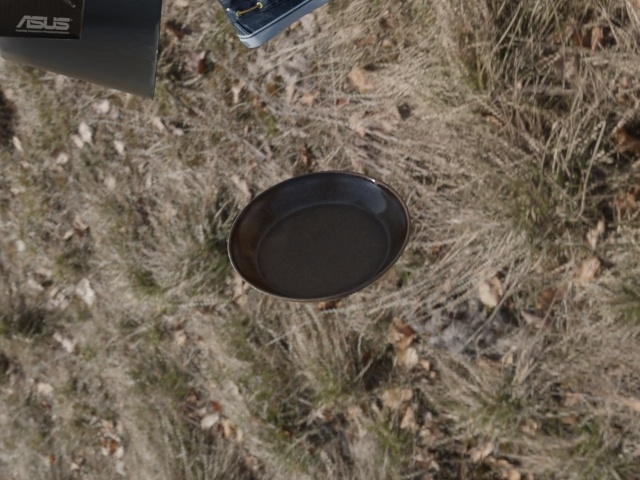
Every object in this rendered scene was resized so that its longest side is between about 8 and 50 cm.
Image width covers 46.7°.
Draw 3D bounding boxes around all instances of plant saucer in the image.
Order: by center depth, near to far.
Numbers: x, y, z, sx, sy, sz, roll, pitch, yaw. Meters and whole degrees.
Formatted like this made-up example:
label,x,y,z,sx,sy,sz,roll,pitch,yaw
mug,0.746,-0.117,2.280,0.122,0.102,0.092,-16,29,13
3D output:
label,x,y,z,sx,sy,sz,roll,pitch,yaw
plant saucer,0.000,0.000,0.801,0.198,0.199,0.036,4,135,16

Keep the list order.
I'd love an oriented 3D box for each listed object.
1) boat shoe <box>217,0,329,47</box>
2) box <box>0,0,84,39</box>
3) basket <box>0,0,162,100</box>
label,x,y,z,sx,sy,sz,roll,pitch,yaw
boat shoe,-0.031,-0.301,0.832,0.183,0.065,0.083,-36,130,3
box,-0.305,-0.266,0.614,0.056,0.231,0.183,31,118,33
basket,-0.363,-0.329,1.133,0.226,0.154,0.204,5,118,-16
